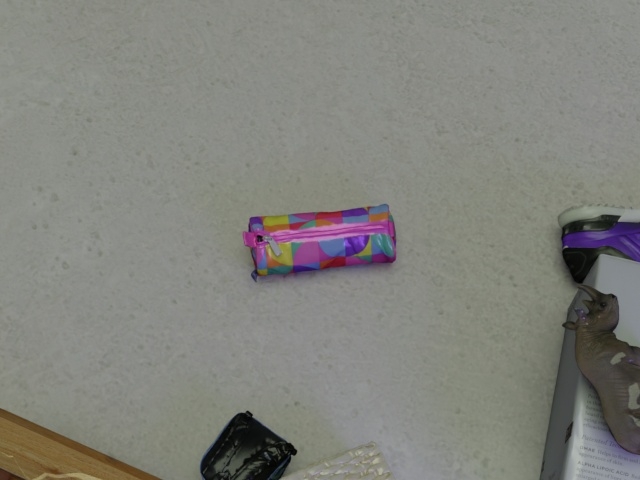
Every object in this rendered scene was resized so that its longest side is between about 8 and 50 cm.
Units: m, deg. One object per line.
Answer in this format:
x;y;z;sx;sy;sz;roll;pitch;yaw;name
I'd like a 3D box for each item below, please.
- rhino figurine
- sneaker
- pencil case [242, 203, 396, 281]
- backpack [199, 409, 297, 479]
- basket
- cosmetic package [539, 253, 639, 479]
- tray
0.377;0.157;1.288;0.106;0.073;0.243;-16;63;-10;rhino figurine
0.516;0.026;1.581;0.294;0.102;0.146;0;67;5;sneaker
0.000;0.000;1.587;0.237;0.104;0.104;-7;63;-5;pencil case
-0.107;0.315;1.433;0.105;0.084;0.114;34;63;16;backpack
0.020;0.356;1.383;0.167;0.103;0.113;-17;64;-24;basket
0.403;0.239;1.403;0.156;0.217;0.384;12;62;5;cosmetic package
-0.255;0.348;1.350;0.411;0.202;0.076;20;64;10;tray
